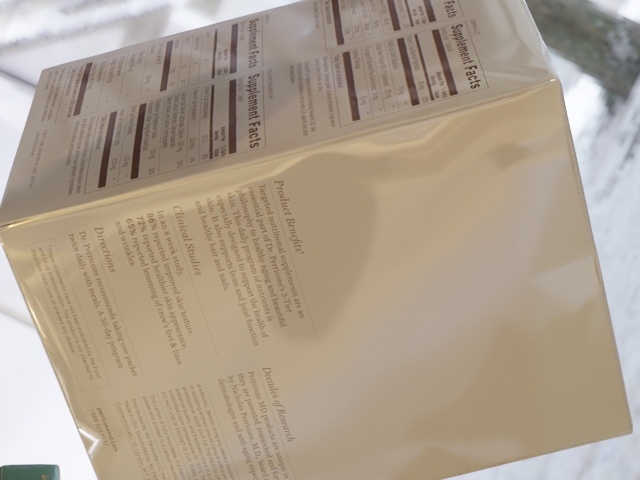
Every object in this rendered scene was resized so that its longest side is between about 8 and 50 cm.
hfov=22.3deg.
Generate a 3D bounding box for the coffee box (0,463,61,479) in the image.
[{"bbox_3d":[-0.176,0.241,0.985,0.113,0.040,0.184,-116,27,-70],"label":"coffee box"}]

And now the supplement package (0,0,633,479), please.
[{"bbox_3d":[0.000,0.000,0.844,0.198,0.263,0.199,-95,-10,-62],"label":"supplement package"}]
